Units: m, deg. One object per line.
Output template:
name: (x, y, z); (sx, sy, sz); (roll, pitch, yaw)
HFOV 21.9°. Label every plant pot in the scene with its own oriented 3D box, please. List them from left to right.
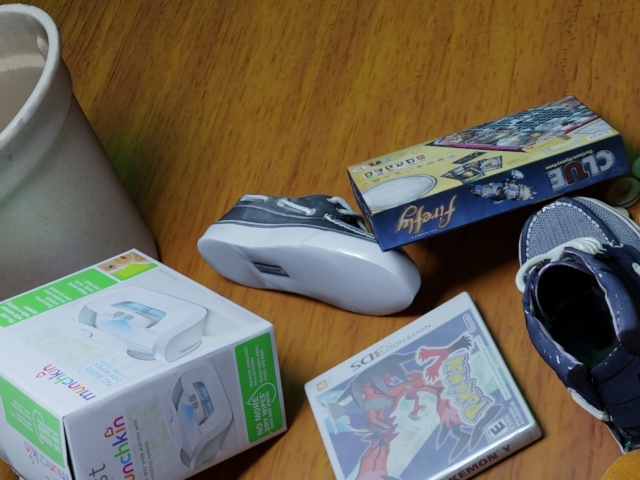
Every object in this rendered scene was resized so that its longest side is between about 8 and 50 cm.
plant pot: (-0.344, -0.035, 1.815); (0.333, 0.305, 0.334); (-22, 38, 18)

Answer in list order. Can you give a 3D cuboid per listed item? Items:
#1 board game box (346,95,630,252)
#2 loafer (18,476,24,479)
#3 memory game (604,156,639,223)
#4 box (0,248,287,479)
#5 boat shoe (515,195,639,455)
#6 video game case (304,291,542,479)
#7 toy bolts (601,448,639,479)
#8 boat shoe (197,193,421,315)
board game box: (0.156, -0.068, 1.597); (0.243, 0.042, 0.165); (-18, 19, -1)
loafer: (-0.263, 0.337, 1.544); (0.096, 0.084, 0.268); (7, 49, 2)
memory game: (0.338, -0.034, 1.530); (0.186, 0.012, 0.186); (-21, 38, 17)
box: (-0.202, 0.135, 1.603); (0.231, 0.127, 0.262); (-21, 28, -30)
boat shoe: (0.225, 0.035, 1.406); (0.127, 0.158, 0.340); (-38, 35, 10)
video game case: (0.087, 0.153, 1.506); (0.183, 0.023, 0.201); (-31, 37, 6)
toy bolts: (0.227, 0.217, 1.191); (0.228, 0.218, 0.158); (-31, 23, -34)
boat shoe: (0.000, 0.000, 1.686); (0.301, 0.108, 0.102); (6, 53, 51)
